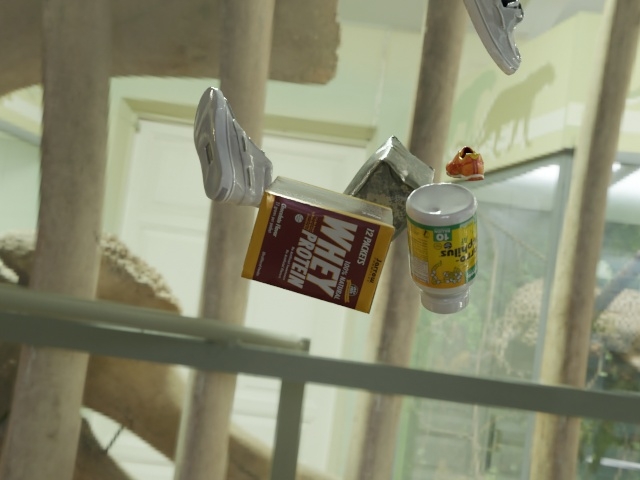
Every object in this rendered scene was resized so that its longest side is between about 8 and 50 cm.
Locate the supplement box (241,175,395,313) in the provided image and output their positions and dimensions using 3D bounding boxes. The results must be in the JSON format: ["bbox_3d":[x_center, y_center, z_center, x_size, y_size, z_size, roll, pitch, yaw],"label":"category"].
[{"bbox_3d":[0.000,0.000,1.302,0.191,0.129,0.194,16,11,-1],"label":"supplement box"}]

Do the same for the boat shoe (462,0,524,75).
[{"bbox_3d":[0.238,-0.307,1.176,0.063,0.184,0.066,-20,26,25],"label":"boat shoe"}]

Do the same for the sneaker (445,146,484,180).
[{"bbox_3d":[0.298,-0.157,1.782,0.064,0.067,0.175,-3,6,-9],"label":"sneaker"}]

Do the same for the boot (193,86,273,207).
[{"bbox_3d":[-0.162,-0.170,1.659,0.123,0.258,0.095,13,-37,-35],"label":"boot"}]

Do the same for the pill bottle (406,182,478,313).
[{"bbox_3d":[0.208,0.018,1.487,0.117,0.208,0.117,-5,33,3],"label":"pill bottle"}]

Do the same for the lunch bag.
[{"bbox_3d":[0.121,-0.072,2.047,0.169,0.287,0.235,40,21,-5],"label":"lunch bag"}]
